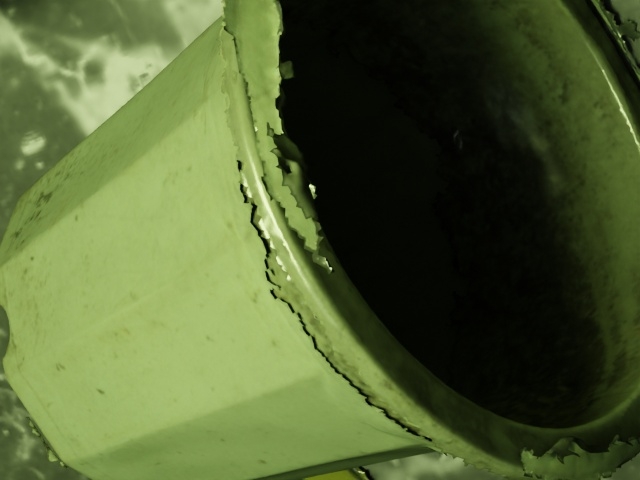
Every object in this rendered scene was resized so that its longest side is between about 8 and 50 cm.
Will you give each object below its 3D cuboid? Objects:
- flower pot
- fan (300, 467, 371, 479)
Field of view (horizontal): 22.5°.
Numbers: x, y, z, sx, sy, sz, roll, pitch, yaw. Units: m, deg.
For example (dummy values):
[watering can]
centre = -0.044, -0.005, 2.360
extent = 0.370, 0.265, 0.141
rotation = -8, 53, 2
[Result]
[flower pot]
centre = 0.000, 0.000, 0.735
extent = 0.259, 0.290, 0.290
rotation = -29, 98, 42
[fan]
centre = -0.020, 0.231, 0.956
extent = 0.229, 0.011, 0.335
rotation = -39, 91, 30
